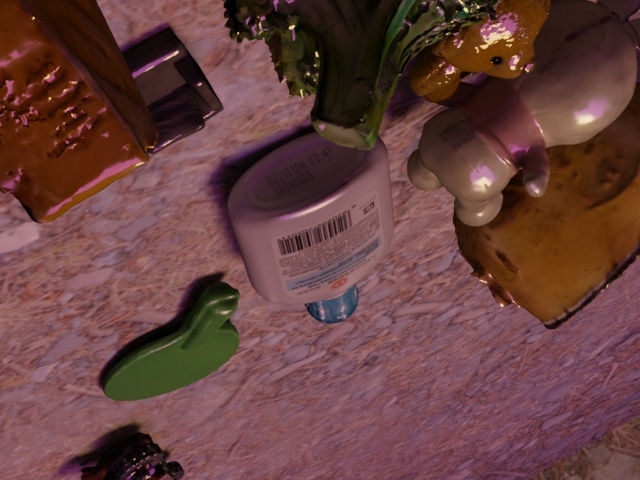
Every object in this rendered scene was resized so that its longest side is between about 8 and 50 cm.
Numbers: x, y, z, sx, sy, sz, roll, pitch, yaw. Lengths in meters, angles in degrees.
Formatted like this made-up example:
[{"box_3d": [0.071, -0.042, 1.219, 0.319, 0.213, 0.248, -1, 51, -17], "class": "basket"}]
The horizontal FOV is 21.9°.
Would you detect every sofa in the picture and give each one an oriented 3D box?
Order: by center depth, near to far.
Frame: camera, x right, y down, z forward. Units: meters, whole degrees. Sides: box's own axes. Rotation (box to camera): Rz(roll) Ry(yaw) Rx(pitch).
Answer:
[{"box_3d": [-0.156, -0.095, 1.304, 0.147, 0.060, 0.085, -29, 157, 3], "class": "sofa"}]

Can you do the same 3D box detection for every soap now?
[{"box_3d": [-0.182, -0.132, 0.932, 0.080, 0.258, 0.160, -33, 157, 11], "class": "soap"}]

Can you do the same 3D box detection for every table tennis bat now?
[{"box_3d": [-0.149, 0.114, 1.806, 0.160, 0.039, 0.257, -13, 159, -31], "class": "table tennis bat"}]

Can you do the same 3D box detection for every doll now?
[{"box_3d": [0.139, -0.169, 1.405, 0.137, 0.097, 0.209, -45, 176, -9], "class": "doll"}, {"box_3d": [0.193, -0.127, 1.503, 0.275, 0.155, 0.113, -42, 157, 12], "class": "doll"}]

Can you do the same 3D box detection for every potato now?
[{"box_3d": [0.254, -0.075, 1.682, 0.246, 0.196, 0.300, -42, -177, 39], "class": "potato"}]

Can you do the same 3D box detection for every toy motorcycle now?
[{"box_3d": [-0.235, 0.301, 2.050, 0.118, 0.084, 0.212, -35, 163, -5], "class": "toy motorcycle"}]

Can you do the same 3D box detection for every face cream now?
[{"box_3d": [0.000, 0.000, 1.663, 0.163, 0.080, 0.337, -26, 158, -6], "class": "face cream"}]

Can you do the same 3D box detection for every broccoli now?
[{"box_3d": [0.025, -0.155, 1.200, 0.219, 0.194, 0.194, 16, 142, -14], "class": "broccoli"}]
